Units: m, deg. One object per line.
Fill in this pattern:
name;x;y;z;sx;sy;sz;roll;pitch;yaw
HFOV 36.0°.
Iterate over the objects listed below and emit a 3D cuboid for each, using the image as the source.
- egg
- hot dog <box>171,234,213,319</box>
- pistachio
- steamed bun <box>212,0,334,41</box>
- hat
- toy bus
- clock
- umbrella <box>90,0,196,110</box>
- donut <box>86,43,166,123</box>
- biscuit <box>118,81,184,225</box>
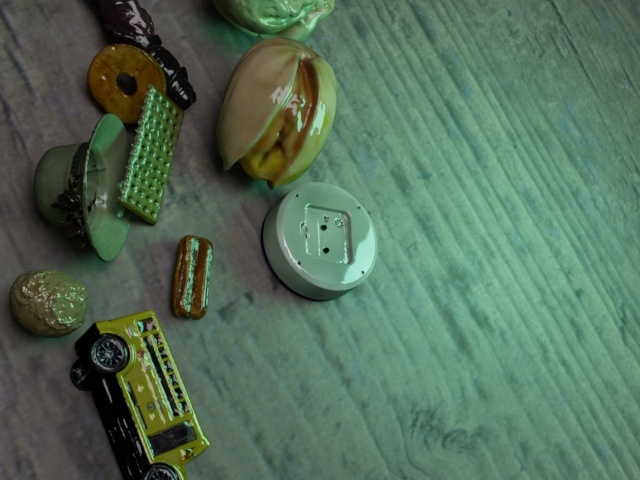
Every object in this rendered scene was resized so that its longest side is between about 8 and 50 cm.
egg;-0.444;0.102;1.620;0.140;0.116;0.118;33;47;-46
hot dog;-0.234;0.063;1.801;0.071;0.045;0.165;14;63;-23
pistachio;-0.085;-0.258;1.925;0.229;0.230;0.309;23;77;-21
steamed bun;-0.115;-0.539;2.041;0.276;0.203;0.289;44;52;-39
hat;-0.419;-0.092;1.694;0.130;0.257;0.257;2;64;7
toy bus;-0.286;0.289;1.612;0.151;0.145;0.331;-17;78;-36
clock;0.000;0.000;1.946;0.230;0.083;0.230;12;63;-24
umbrella;-0.351;-0.386;1.900;0.094;0.090;0.326;-34;89;-15
donut;-0.356;-0.295;1.837;0.152;0.152;0.058;45;17;-6
biscuit;-0.306;-0.155;1.789;0.139;0.016;0.231;42;59;-64
